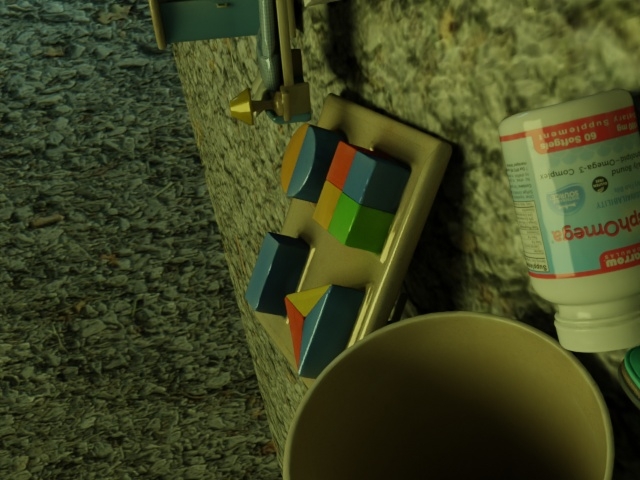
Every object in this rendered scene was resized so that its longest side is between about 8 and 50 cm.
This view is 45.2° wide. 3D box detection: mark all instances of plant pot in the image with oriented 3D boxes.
[{"bbox_3d":[0.132,0.249,0.682,0.256,0.256,0.274,56,172,50],"label":"plant pot"}]

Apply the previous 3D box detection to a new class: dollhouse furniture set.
[{"bbox_3d":[-0.127,-0.316,0.942,0.303,0.198,0.287,-101,5,-56],"label":"dollhouse furniture set"}]

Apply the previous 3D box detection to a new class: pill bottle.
[{"bbox_3d":[0.175,-0.013,0.508,0.087,0.087,0.160,-177,72,-74],"label":"pill bottle"}]

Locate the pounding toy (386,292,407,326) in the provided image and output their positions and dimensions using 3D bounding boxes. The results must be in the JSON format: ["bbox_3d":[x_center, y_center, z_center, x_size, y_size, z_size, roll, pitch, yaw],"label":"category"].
[{"bbox_3d":[0.091,0.143,0.907,0.100,0.130,0.141,-15,90,63],"label":"pounding toy"}]

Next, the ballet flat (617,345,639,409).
[{"bbox_3d":[0.245,0.118,0.427,0.203,0.074,0.074,-157,53,-68],"label":"ballet flat"}]

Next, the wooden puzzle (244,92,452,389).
[{"bbox_3d":[0.000,0.000,0.902,0.322,0.080,0.348,-71,23,12],"label":"wooden puzzle"}]

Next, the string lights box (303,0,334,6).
[{"bbox_3d":[0.004,-0.386,0.772,0.133,0.076,0.260,-178,74,-73],"label":"string lights box"}]
